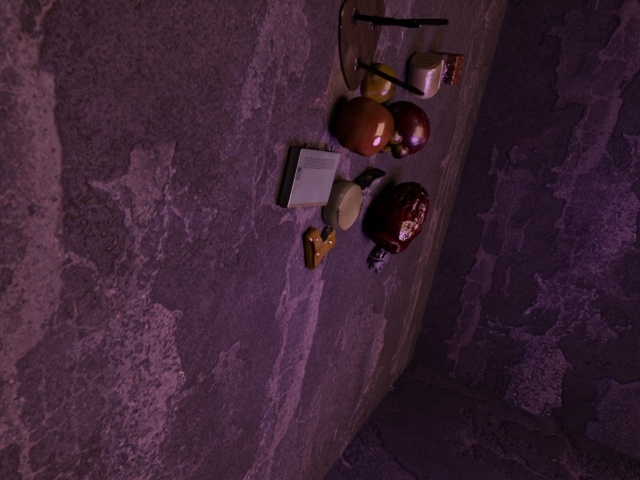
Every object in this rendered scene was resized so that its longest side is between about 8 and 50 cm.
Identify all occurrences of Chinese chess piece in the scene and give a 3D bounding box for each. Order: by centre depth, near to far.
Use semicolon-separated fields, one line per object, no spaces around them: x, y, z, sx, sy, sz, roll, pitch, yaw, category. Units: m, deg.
0.082;-0.131;1.898;0.188;0.083;0.188;-43;145;-40;Chinese chess piece

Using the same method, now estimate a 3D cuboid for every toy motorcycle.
0.289;0.053;2.490;0.122;0.080;0.215;15;89;-69;toy motorcycle

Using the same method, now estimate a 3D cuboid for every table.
0.242;-0.640;1.624;0.317;0.249;0.317;-46;147;-42;table

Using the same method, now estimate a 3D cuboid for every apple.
0.144;-0.373;1.702;0.174;0.188;0.188;-65;157;4;apple

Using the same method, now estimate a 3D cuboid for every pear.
0.215;-0.553;1.824;0.141;0.104;0.141;-39;138;-47;pear

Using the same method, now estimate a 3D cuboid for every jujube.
0.361;-0.104;2.336;0.376;0.258;0.258;-43;146;-33;jujube

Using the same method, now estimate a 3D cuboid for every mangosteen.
0.301;-0.415;1.982;0.257;0.215;0.215;-44;146;-33;mangosteen

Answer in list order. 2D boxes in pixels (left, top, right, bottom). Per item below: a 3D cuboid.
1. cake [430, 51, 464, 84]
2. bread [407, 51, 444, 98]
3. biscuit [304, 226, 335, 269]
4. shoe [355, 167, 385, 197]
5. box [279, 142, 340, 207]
0.552;-0.776;2.308;0.134;0.147;0.135;-35;138;-55;cake
0.432;-0.687;2.139;0.148;0.134;0.141;-39;148;-30;bread
0.000;0.000;1.876;0.183;0.039;0.174;-48;146;-41;biscuit
0.194;-0.230;2.078;0.194;0.074;0.077;-40;154;-44;shoe
-0.032;-0.204;1.637;0.270;0.045;0.211;-15;122;-61;box
